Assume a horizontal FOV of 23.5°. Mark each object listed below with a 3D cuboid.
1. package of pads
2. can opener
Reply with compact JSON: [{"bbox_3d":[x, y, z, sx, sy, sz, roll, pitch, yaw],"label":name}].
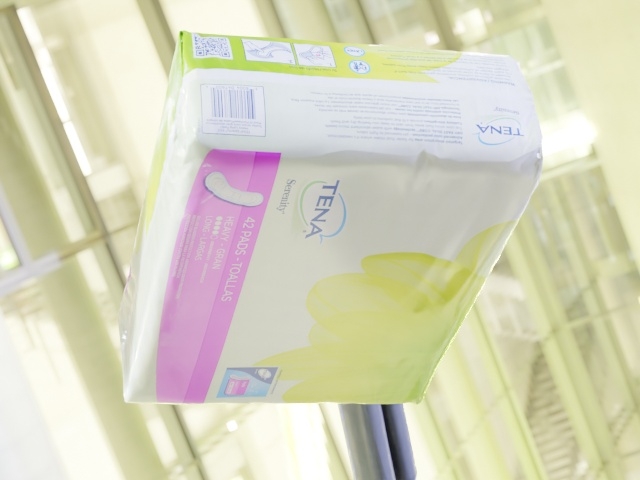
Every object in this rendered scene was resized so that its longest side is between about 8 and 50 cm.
[{"bbox_3d":[0.000,0.000,1.007,0.229,0.101,0.296,1,142,-15],"label":"package of pads"},{"bbox_3d":[0.081,0.240,1.564,0.093,0.280,0.074,4,-147,34],"label":"can opener"}]
